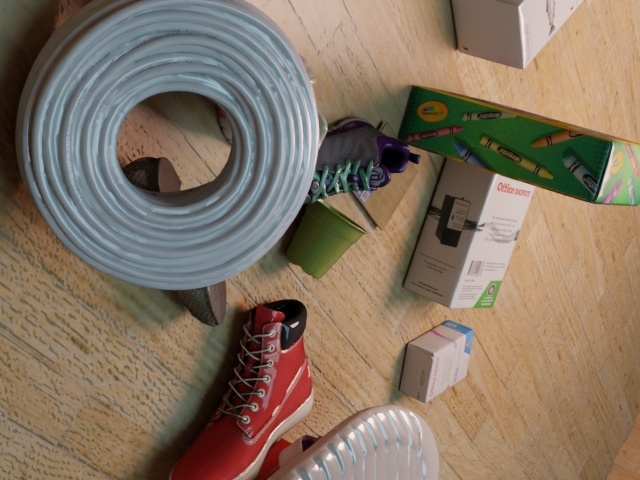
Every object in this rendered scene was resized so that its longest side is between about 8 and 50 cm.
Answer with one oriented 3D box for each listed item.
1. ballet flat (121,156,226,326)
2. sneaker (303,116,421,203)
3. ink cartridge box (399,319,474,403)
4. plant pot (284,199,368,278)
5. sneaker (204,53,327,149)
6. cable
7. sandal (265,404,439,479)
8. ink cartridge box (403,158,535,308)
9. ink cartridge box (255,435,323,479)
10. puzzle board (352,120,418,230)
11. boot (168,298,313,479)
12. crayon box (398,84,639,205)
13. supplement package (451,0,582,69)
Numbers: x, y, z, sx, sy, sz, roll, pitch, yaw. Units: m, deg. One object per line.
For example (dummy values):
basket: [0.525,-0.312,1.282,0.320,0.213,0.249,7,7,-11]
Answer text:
ballet flat: [-0.145,0.007,1.042,0.250,0.058,0.084,69,15,-54]
sneaker: [0.018,-0.082,1.179,0.223,0.098,0.083,-31,133,-44]
ink cartridge box: [0.180,0.186,1.628,0.122,0.052,0.089,-22,127,-50]
plant pot: [0.000,0.000,1.232,0.079,0.083,0.083,-56,148,4]
sneaker: [-0.063,-0.158,0.998,0.103,0.111,0.252,-61,147,-9]
cable: [-0.121,-0.085,0.880,0.257,0.089,0.257,42,90,-25]
sandal: [-0.004,0.299,1.248,0.416,0.102,0.170,-14,101,-49]
ink cartridge box: [0.220,-0.012,1.530,0.153,0.086,0.209,6,105,-57]
ink cartridge box: [-0.062,0.354,1.351,0.134,0.078,0.231,-33,135,-42]
puzzle board: [0.080,-0.081,1.353,0.096,0.011,0.128,-58,146,-12]
boot: [-0.091,0.172,1.192,0.244,0.088,0.176,-43,141,-46]
crayon box: [0.263,-0.122,1.345,0.165,0.278,0.081,-1,109,-55]
supplement package: [0.264,-0.326,1.383,0.179,0.105,0.105,-48,144,-27]
